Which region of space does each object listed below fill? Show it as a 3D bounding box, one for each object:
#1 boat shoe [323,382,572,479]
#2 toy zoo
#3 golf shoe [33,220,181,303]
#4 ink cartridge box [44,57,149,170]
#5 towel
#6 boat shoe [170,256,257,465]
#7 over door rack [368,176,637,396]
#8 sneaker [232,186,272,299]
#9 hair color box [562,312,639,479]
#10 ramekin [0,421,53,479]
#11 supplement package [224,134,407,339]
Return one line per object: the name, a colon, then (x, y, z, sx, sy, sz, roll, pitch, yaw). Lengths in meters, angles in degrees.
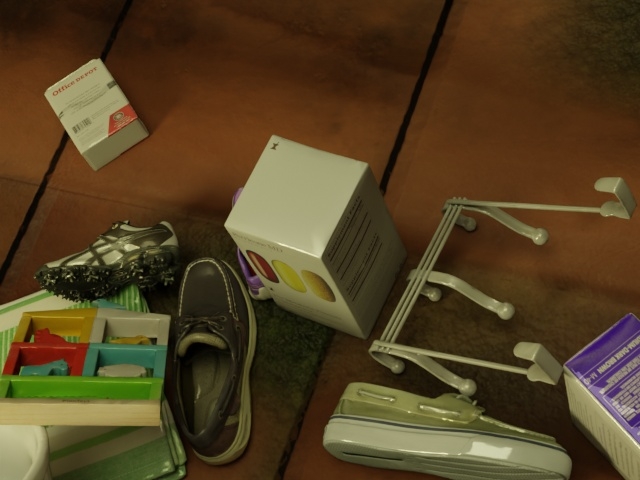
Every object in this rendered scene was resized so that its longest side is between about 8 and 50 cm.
boat shoe: (0.148, 0.224, 1.549, 0.302, 0.109, 0.094, 6, 63, 22)
toy zoo: (-0.283, 0.143, 1.613, 0.192, 0.030, 0.293, 1, 21, -5)
golf shoe: (-0.281, 0.024, 1.754, 0.198, 0.077, 0.094, -7, 52, 5)
ink cartridge box: (-0.326, -0.185, 1.922, 0.099, 0.056, 0.135, -33, 60, -3)
towel: (-0.320, 0.198, 1.737, 0.248, 0.038, 0.324, -20, 61, 6)
boat shoe: (-0.142, 0.140, 1.680, 0.103, 0.092, 0.285, -9, 61, 12)
over door rack: (0.219, 0.061, 1.550, 0.324, 0.108, 0.239, -4, 53, 58)
sneaker: (-0.084, -0.006, 1.752, 0.068, 0.071, 0.170, -18, 59, 6)
hair color box: (0.412, 0.255, 1.409, 0.110, 0.185, 0.339, -36, 60, -6)
ramekin: (-0.427, 0.308, 1.483, 0.277, 0.135, 0.277, -9, 28, 5)
supplement package: (0.000, 0.000, 1.624, 0.139, 0.244, 0.134, 18, 70, 24)
